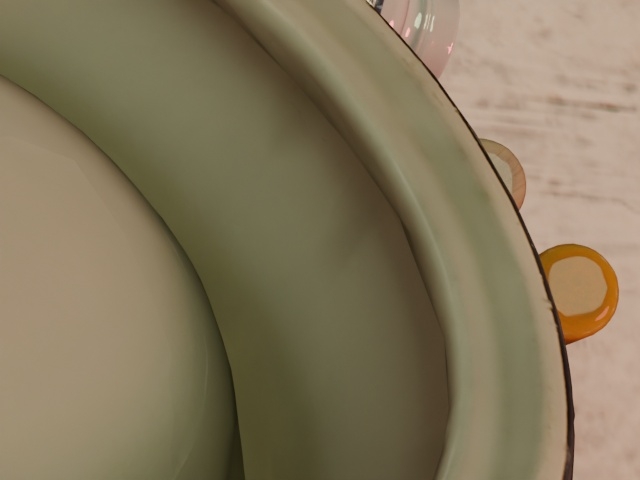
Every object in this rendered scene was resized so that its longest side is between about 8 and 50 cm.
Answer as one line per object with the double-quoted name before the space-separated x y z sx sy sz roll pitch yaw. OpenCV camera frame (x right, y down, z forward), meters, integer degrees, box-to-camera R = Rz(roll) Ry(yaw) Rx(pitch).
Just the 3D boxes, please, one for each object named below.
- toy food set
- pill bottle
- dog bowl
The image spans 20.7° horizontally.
"toy food set" 0.000 0.000 0.749 0.232 0.104 0.111 -2 81 -6
"pill bottle" -0.001 -0.108 0.796 0.120 0.067 0.067 16 61 -17
"dog bowl" -0.138 0.011 0.491 0.408 0.150 0.408 22 38 -18
